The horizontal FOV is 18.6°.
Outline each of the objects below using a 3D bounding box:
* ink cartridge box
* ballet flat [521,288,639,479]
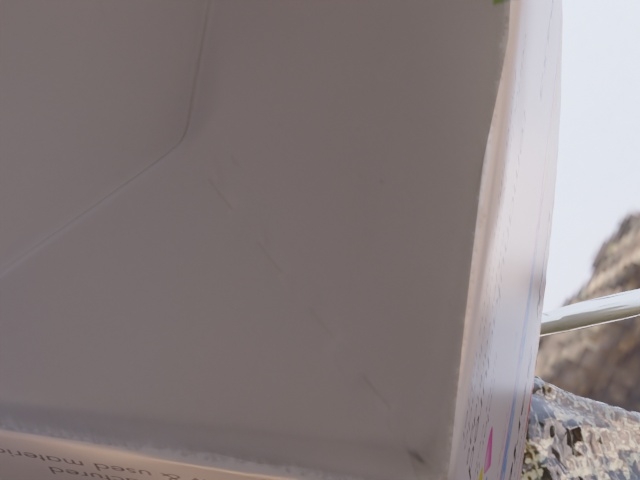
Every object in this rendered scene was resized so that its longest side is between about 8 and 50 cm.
[{"bbox_3d":[0.000,0.000,0.526,0.119,0.207,0.353,7,-18,8],"label":"ink cartridge box"},{"bbox_3d":[0.197,0.106,0.839,0.483,0.182,0.164,10,-25,-35],"label":"ballet flat"}]
